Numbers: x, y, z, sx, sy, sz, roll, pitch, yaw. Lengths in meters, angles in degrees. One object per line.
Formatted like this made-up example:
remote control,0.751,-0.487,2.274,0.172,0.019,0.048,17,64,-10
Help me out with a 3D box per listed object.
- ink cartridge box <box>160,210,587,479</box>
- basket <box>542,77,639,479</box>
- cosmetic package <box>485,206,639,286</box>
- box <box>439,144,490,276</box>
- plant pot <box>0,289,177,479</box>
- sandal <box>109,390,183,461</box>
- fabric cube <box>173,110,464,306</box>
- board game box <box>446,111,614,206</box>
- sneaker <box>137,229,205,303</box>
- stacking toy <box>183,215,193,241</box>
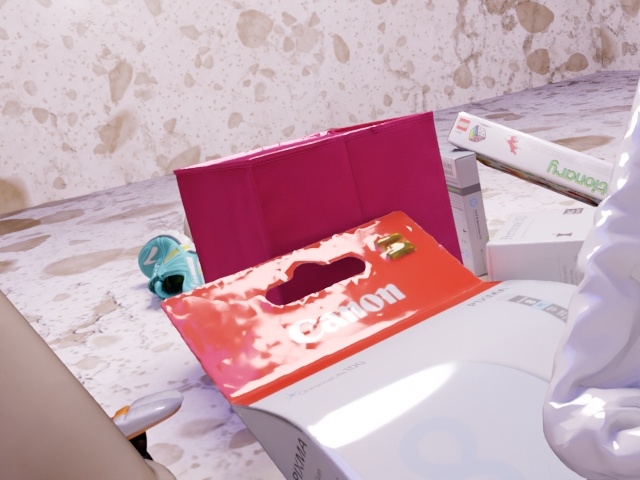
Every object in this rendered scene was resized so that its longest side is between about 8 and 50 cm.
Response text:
ink cartridge box,0.088,0.090,0.613,0.308,0.091,0.385,-21,47,-31
basket,0.341,0.041,0.373,0.331,0.266,0.328,0,51,41
cosmetic package,0.287,0.052,0.781,0.183,0.151,0.151,-3,13,25
box,0.207,-0.051,1.137,0.038,0.186,0.145,-16,16,-12
plant pot,-0.266,0.154,0.443,0.323,0.280,0.323,-22,9,4
sandal,-0.228,0.229,0.676,0.265,0.076,0.102,-32,1,1
fabric cube,0.000,0.000,0.922,0.259,0.258,0.254,-18,10,-26
board game box,0.359,-0.100,1.086,0.305,0.053,0.193,27,7,31
sneaker,-0.249,0.053,1.247,0.110,0.107,0.275,-32,24,-31
stacking toy,-0.090,-0.018,1.338,0.330,0.141,0.141,5,22,34
